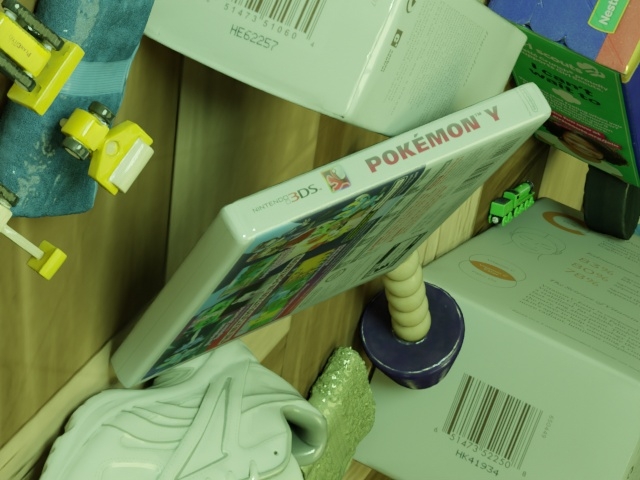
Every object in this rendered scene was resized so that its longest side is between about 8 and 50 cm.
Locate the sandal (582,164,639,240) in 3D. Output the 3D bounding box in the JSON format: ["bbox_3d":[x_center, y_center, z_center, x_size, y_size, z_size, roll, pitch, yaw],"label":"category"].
[{"bbox_3d":[0.345,-0.205,1.681,0.167,0.107,0.445,48,59,-69],"label":"sandal"}]

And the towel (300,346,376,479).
[{"bbox_3d":[0.006,0.144,1.380,0.110,0.027,0.148,-59,162,-20],"label":"towel"}]

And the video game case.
[{"bbox_3d":[0.000,0.000,0.942,0.183,0.023,0.201,-23,168,-29],"label":"video game case"}]

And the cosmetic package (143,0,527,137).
[{"bbox_3d":[0.014,-0.103,0.930,0.085,0.117,0.231,-66,161,4],"label":"cosmetic package"}]

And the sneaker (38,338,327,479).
[{"bbox_3d":[-0.067,0.125,0.999,0.232,0.115,0.090,-41,151,-52],"label":"sneaker"}]

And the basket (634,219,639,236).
[{"bbox_3d":[0.402,-0.039,1.971,0.255,0.201,0.289,-47,145,-46],"label":"basket"}]

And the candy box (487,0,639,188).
[{"bbox_3d":[0.252,-0.214,1.446,0.268,0.122,0.317,-62,161,-6],"label":"candy box"}]

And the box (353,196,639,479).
[{"bbox_3d":[0.201,0.106,1.576,0.345,0.215,0.168,-26,138,-62],"label":"box"}]

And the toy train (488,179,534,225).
[{"bbox_3d":[0.164,-0.033,1.611,0.083,0.017,0.023,-32,133,-59],"label":"toy train"}]

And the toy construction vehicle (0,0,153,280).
[{"bbox_3d":[-0.119,-0.039,0.742,0.098,0.035,0.086,39,79,-43],"label":"toy construction vehicle"}]

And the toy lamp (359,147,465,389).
[{"bbox_3d":[0.057,0.029,1.294,0.080,0.080,0.274,-58,160,-21],"label":"toy lamp"}]

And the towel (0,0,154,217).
[{"bbox_3d":[-0.103,-0.066,0.786,0.067,0.029,0.119,-10,124,-68],"label":"towel"}]
